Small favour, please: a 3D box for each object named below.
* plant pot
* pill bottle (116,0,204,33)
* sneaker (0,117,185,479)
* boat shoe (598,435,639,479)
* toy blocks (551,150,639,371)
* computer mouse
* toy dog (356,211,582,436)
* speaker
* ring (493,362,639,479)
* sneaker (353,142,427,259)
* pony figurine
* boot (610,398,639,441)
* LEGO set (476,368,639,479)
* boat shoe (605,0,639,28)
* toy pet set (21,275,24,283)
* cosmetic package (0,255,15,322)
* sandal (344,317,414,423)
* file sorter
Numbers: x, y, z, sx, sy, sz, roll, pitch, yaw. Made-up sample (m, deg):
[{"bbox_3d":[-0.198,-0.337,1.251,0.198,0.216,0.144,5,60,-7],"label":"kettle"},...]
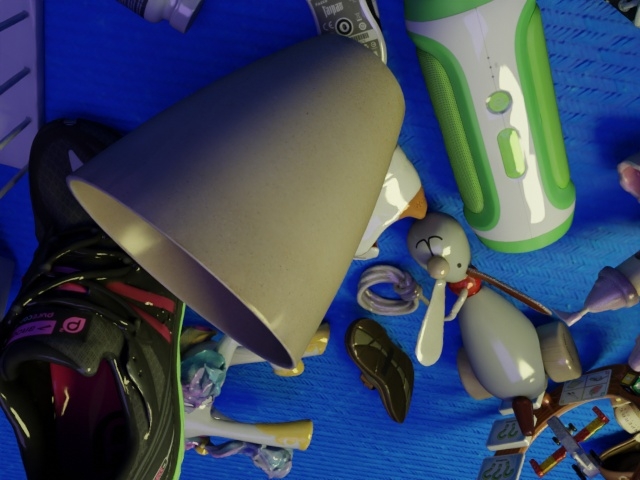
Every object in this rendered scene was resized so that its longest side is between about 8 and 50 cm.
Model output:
[{"bbox_3d":[-0.043,-0.063,0.552,0.256,0.274,0.256,34,159,15],"label":"plant pot"},{"bbox_3d":[-0.178,-0.263,0.569,0.120,0.067,0.067,30,122,-15],"label":"pill bottle"},{"bbox_3d":[-0.245,0.076,0.623,0.185,0.483,0.202,-12,168,-1],"label":"sneaker"},{"bbox_3d":[0.597,0.314,0.874,0.342,0.123,0.123,-32,118,32],"label":"boat shoe"},{"bbox_3d":[0.438,0.074,0.582,0.260,0.288,0.309,-38,119,-1],"label":"toy blocks"},{"bbox_3d":[0.015,-0.252,0.572,0.106,0.042,0.193,-8,125,25],"label":"computer mouse"},{"bbox_3d":[0.213,0.130,0.742,0.333,0.161,0.220,31,127,-16],"label":"toy dog"},{"bbox_3d":[0.181,-0.133,0.589,0.131,0.131,0.296,-16,122,16],"label":"speaker"},{"bbox_3d":[0.329,0.286,0.756,0.032,0.336,0.336,43,120,-2],"label":"ring"},{"bbox_3d":[0.000,0.000,0.713,0.290,0.106,0.123,-28,116,21],"label":"sneaker"},{"bbox_3d":[-0.198,0.235,0.824,0.363,0.303,0.351,14,105,-12],"label":"pony figurine"},{"bbox_3d":[0.496,0.213,0.759,0.203,0.262,0.095,-33,73,28],"label":"boot"},{"bbox_3d":[0.310,0.239,0.767,0.060,0.182,0.244,44,142,-8],"label":"LEGO set"},{"bbox_3d":[0.315,-0.232,0.505,0.301,0.102,0.108,21,159,-14],"label":"boat shoe"},{"bbox_3d":[-0.359,0.069,0.840,0.122,0.065,0.114,-34,81,22],"label":"toy pet set"},{"bbox_3d":[-0.535,0.041,0.682,0.160,0.113,0.309,4,169,5],"label":"cosmetic package"},{"bbox_3d":[0.084,0.194,0.858,0.060,0.090,0.219,0,141,40],"label":"sandal"},{"bbox_3d":[-0.420,-0.180,0.586,0.192,0.173,0.278,15,125,-6],"label":"file sorter"}]
